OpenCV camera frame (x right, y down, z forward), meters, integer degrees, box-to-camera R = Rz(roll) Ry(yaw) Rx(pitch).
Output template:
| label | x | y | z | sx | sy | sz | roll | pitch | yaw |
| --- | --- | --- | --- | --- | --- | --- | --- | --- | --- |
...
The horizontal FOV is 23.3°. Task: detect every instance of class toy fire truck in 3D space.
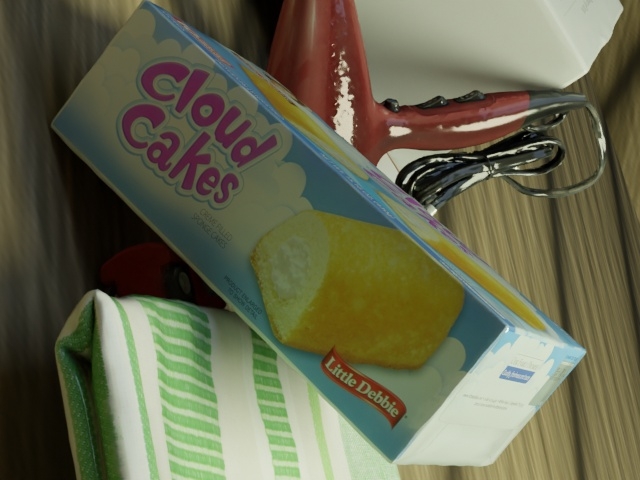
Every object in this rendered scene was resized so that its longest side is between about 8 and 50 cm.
| label | x | y | z | sx | sy | sz | roll | pitch | yaw |
| --- | --- | --- | --- | --- | --- | --- | --- | --- | --- |
| toy fire truck | -0.051 | 0.097 | 0.840 | 0.135 | 0.047 | 0.192 | 9 | 65 | -68 |

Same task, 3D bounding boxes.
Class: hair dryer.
| label | x | y | z | sx | sy | sz | roll | pitch | yaw |
| --- | --- | --- | --- | --- | --- | --- | --- | --- | --- |
| hair dryer | 0.053 | -0.078 | 1.058 | 0.293 | 0.223 | 0.080 | 48 | -9 | -38 |

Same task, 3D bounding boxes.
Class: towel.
| label | x | y | z | sx | sy | sz | roll | pitch | yaw |
| --- | --- | --- | --- | --- | --- | --- | --- | --- | --- |
| towel | -0.017 | 0.149 | 0.762 | 0.325 | 0.038 | 0.248 | 16 | 59 | -65 |

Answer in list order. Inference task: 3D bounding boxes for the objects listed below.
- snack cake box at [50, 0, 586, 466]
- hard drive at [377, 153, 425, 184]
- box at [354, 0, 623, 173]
| label | x | y | z | sx | sy | sz | roll | pitch | yaw |
| --- | --- | --- | --- | --- | --- | --- | --- | --- | --- |
| snack cake box | 0.000 | 0.000 | 0.818 | 0.264 | 0.089 | 0.152 | 43 | 10 | 23 |
| hard drive | 0.030 | -0.113 | 1.260 | 0.210 | 0.040 | 0.319 | 56 | 24 | -37 |
| box | 0.064 | -0.259 | 1.185 | 0.345 | 0.168 | 0.215 | 57 | 26 | -8 |
